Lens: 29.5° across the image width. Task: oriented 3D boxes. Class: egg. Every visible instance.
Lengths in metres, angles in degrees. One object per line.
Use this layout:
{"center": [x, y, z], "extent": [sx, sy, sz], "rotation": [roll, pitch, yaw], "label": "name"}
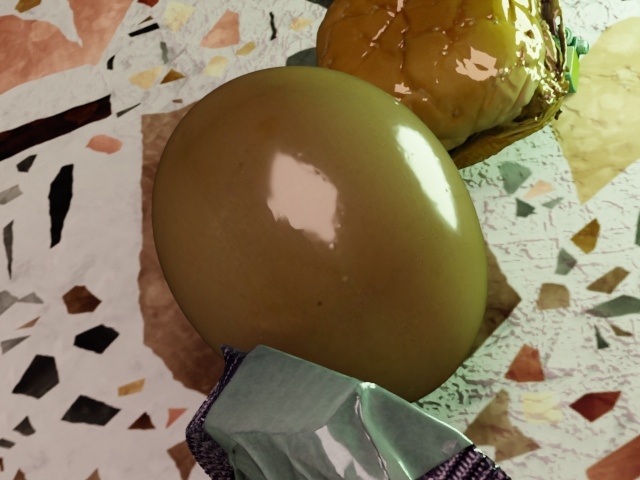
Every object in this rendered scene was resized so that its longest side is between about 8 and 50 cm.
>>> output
{"center": [0.000, 0.000, 1.181], "extent": [0.301, 0.301, 0.374], "rotation": [-33, 66, -7], "label": "egg"}

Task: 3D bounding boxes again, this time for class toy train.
{"center": [0.254, -0.210, 1.430], "extent": [0.122, 0.050, 0.081], "rotation": [-2, 63, 24], "label": "toy train"}

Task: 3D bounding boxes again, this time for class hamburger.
{"center": [0.133, -0.217, 1.378], "extent": [0.318, 0.158, 0.319], "rotation": [-17, 53, 24], "label": "hamburger"}

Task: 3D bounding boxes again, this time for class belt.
{"center": [0.030, 0.211, 1.012], "extent": [0.325, 0.260, 0.122], "rotation": [15, 57, 43], "label": "belt"}
